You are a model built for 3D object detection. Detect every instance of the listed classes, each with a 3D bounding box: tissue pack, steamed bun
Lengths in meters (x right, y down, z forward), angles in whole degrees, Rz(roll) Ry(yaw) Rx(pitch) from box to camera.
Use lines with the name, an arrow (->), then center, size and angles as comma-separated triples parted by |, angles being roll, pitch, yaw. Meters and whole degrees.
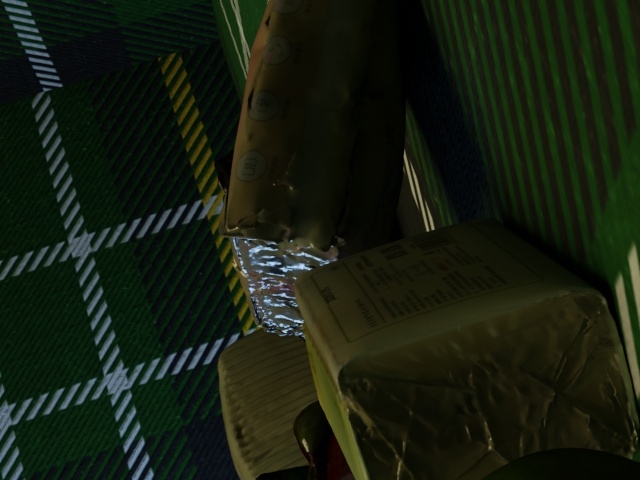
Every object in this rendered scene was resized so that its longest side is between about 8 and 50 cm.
tissue pack -> 0.079, 0.075, 0.876 | 0.234, 0.159, 0.125 | -127, 22, -76
tissue pack -> 0.007, -0.074, 1.085 | 0.215, 0.123, 0.257 | 82, -161, -66
steamed bun -> 0.026, 0.264, 1.737 | 0.236, 0.247, 0.383 | 63, 176, -34

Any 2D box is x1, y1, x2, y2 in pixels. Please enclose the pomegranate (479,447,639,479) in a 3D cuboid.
pomegranate -> 0.145, 0.183, 0.659 | 0.190, 0.240, 0.159 | 32, 108, 50

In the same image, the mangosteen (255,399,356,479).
mangosteen -> 0.076, 0.202, 1.095 | 0.216, 0.216, 0.216 | 163, 90, -85

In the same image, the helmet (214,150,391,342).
helmet -> 0.000, 0.000, 1.570 | 0.279, 0.160, 0.230 | 57, 174, 7
